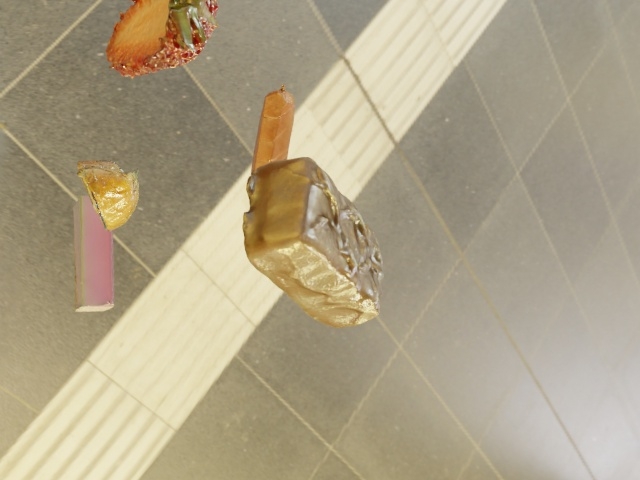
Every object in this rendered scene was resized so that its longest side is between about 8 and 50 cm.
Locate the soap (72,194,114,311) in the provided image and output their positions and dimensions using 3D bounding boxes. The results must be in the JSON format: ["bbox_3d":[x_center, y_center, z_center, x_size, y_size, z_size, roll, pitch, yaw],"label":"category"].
[{"bbox_3d":[-0.534,0.034,1.712,0.081,0.181,0.260,1,80,-24],"label":"soap"}]

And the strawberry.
[{"bbox_3d":[-0.197,-0.291,0.949,0.086,0.208,0.167,14,86,-36],"label":"strawberry"}]

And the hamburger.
[{"bbox_3d":[-0.378,-0.087,1.352,0.102,0.087,0.176,-16,146,-8],"label":"hamburger"}]

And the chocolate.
[{"bbox_3d":[0.000,0.000,0.887,0.214,0.093,0.149,47,33,-45],"label":"chocolate"}]

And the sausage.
[{"bbox_3d":[-0.082,-0.189,1.281,0.065,0.065,0.170,4,99,-42],"label":"sausage"}]
